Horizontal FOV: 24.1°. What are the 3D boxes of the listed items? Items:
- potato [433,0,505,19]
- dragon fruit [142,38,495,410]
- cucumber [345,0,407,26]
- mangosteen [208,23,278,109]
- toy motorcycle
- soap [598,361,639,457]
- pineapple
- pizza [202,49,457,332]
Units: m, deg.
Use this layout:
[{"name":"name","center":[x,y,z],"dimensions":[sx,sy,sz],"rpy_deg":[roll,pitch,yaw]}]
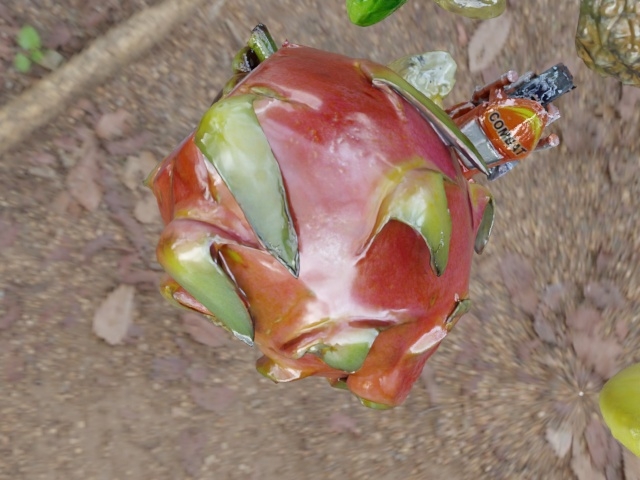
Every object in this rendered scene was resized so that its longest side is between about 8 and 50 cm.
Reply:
[{"name":"potato","center":[0.129,-0.227,1.359],"dimensions":[0.083,0.040,0.051],"rpy_deg":[21,69,-6]},{"name":"dragon fruit","center":[0.001,-0.009,0.958],"dimensions":[0.227,0.224,0.224],"rpy_deg":[42,92,2]},{"name":"cucumber","center":[0.091,-0.195,0.809],"dimensions":[0.250,0.056,0.056],"rpy_deg":[-34,78,39]},{"name":"mangosteen","center":[-0.055,-0.168,1.952],"dimensions":[0.194,0.194,0.231],"rpy_deg":[8,116,11]},{"name":"toy motorcycle","center":[0.116,-0.077,1.459],"dimensions":[0.298,0.171,0.089],"rpy_deg":[-31,91,32]},{"name":"soap","center":[0.509,0.235,1.616],"dimensions":[0.427,0.306,0.115],"rpy_deg":[24,116,32]},{"name":"pineapple","center":[0.320,-0.150,1.118],"dimensions":[0.248,0.128,0.128],"rpy_deg":[22,88,22]},{"name":"pizza","center":[0.007,-0.031,1.279],"dimensions":[0.087,0.258,0.268],"rpy_deg":[24,84,-23]}]
